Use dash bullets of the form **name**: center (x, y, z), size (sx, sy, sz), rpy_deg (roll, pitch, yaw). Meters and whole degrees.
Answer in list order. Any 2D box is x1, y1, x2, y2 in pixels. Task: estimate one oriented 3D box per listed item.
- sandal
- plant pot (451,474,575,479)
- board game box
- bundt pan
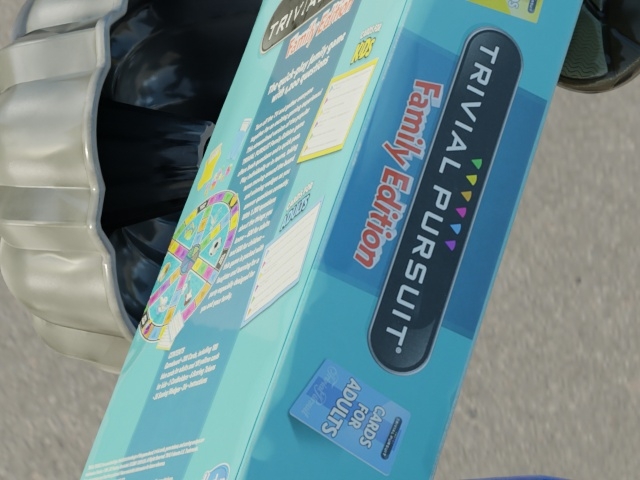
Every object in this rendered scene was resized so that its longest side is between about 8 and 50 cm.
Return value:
- **sandal**: center (0.172, -0.155, 0.838), size (0.090, 0.060, 0.219), rpy_deg (24, 75, 24)
- **plant pot**: center (0.182, 0.305, 1.346), size (0.236, 0.236, 0.212), rpy_deg (4, 89, 44)
- **board game box**: center (0.000, 0.000, 0.799), size (0.079, 0.254, 0.336), rpy_deg (25, 71, -17)
- **bundt pan**: center (-0.128, -0.054, 1.220), size (0.124, 0.331, 0.330), rpy_deg (0, 55, 23)
